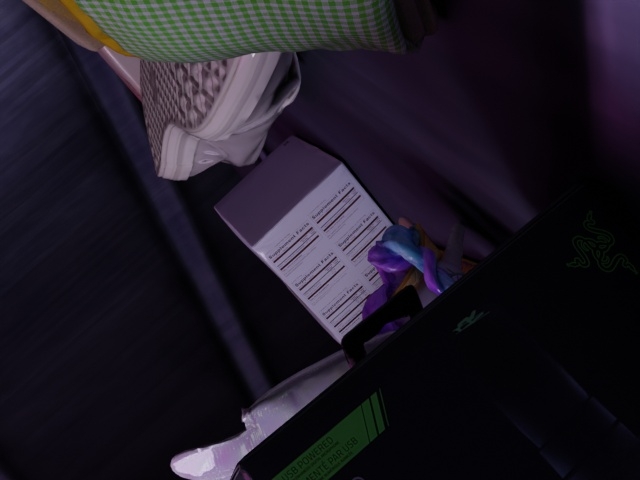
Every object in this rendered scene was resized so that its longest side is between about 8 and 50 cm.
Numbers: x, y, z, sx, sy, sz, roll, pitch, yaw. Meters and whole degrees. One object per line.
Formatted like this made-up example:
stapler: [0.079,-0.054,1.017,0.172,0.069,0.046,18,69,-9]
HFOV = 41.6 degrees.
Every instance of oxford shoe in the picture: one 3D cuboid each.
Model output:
oxford shoe: [-0.076,-0.153,0.717,0.449,0.130,0.169,149,111,-74]

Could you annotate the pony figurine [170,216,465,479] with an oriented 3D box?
pony figurine: [0.093,0.171,0.608,0.363,0.351,0.303,44,152,19]

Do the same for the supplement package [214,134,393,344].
supplement package: [0.000,0.000,1.093,0.203,0.149,0.194,49,176,-26]

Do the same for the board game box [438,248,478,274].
board game box: [0.162,0.065,0.870,0.124,0.039,0.259,47,173,-13]

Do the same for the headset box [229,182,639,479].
headset box: [0.119,0.141,0.399,0.283,0.246,0.131,47,149,16]

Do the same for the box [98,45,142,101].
box: [-0.197,-0.242,1.004,0.148,0.127,0.232,42,173,48]

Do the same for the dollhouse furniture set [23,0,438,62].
dollhouse furniture set: [-0.082,-0.088,0.320,0.198,0.151,0.301,9,171,18]
